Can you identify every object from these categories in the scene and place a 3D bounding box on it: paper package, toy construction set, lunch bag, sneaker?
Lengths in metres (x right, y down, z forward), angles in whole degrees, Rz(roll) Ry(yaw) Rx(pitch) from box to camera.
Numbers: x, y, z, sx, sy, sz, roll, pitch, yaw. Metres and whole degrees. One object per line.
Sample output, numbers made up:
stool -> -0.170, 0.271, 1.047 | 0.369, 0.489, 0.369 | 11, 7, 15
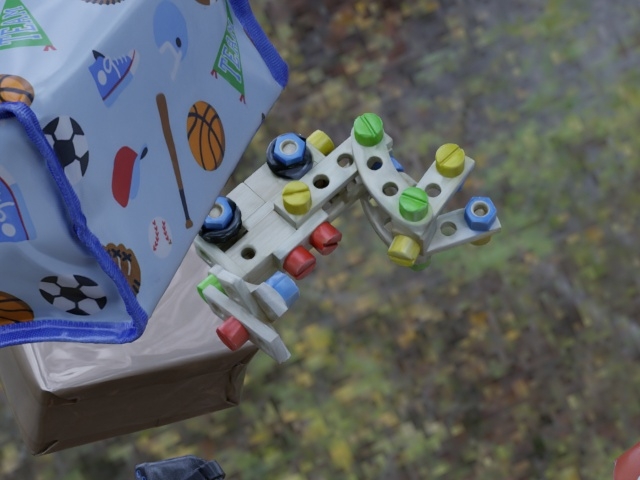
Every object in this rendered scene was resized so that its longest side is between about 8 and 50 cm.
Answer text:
paper package -> -0.271, 0.069, 2.388 | 0.309, 0.325, 0.168 | -13, -30, -23
toy construction set -> 0.000, 0.000, 1.854 | 0.328, 0.215, 0.151 | -35, -25, -30
lunch bag -> -0.272, -0.089, 1.405 | 0.385, 0.239, 0.328 | -7, 33, 29
sneaker -> -0.184, 0.297, 1.943 | 0.217, 0.121, 0.079 | -31, -15, 6

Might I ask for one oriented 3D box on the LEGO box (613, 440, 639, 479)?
LEGO box -> 0.352, 0.217, 1.048 | 0.372, 0.193, 0.500 | -42, 13, 25
